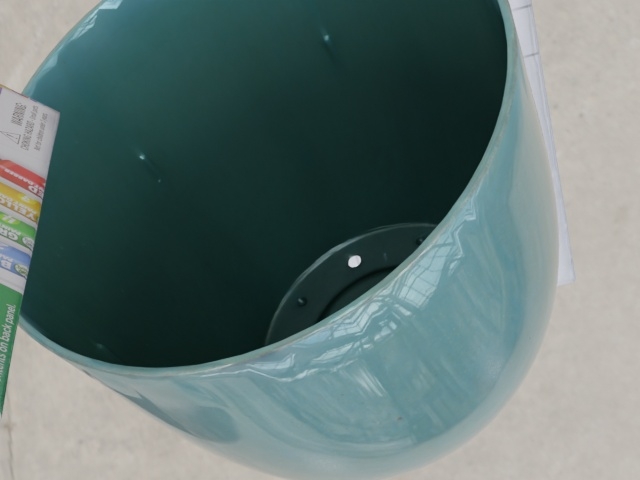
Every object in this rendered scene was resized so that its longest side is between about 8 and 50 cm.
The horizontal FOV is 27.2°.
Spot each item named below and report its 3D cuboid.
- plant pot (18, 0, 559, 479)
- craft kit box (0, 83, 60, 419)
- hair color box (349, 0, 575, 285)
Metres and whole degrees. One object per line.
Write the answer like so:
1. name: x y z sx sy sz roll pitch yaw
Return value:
1. plant pot: 0.000 0.000 0.742 0.293 0.293 0.235 -35 139 1
2. craft kit box: -0.223 -0.032 0.470 0.246 0.250 0.061 22 112 -17
3. hair color box: 0.065 -0.120 0.980 0.185 0.114 0.375 -14 126 4
